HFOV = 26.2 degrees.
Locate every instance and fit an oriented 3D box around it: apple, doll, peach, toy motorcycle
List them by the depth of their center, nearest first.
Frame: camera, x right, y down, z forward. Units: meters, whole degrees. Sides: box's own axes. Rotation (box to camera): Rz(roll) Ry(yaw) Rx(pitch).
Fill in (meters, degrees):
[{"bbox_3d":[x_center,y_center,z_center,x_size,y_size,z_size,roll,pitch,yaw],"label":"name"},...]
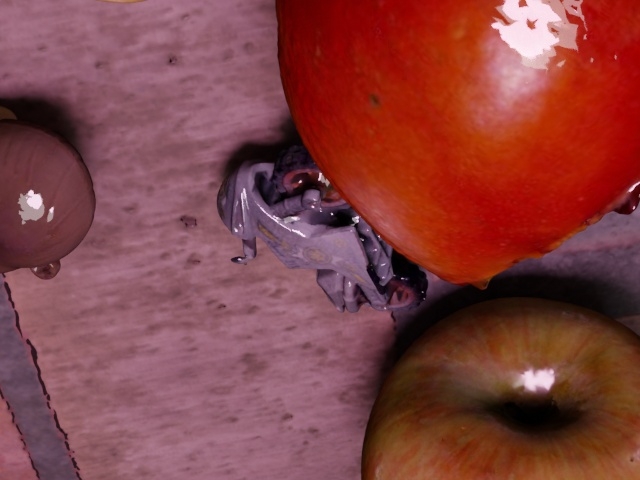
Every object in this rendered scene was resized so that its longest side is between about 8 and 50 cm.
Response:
[{"bbox_3d":[0.111,-0.125,0.826,0.281,0.281,0.338,-6,127,-4],"label":"peach"},{"bbox_3d":[-0.223,-0.057,0.939,0.145,0.096,0.188,9,122,16],"label":"doll"},{"bbox_3d":[0.000,0.000,1.022,0.122,0.080,0.215,0,149,23],"label":"toy motorcycle"},{"bbox_3d":[0.162,0.183,1.094,0.264,0.264,0.264,-4,130,-5],"label":"apple"}]

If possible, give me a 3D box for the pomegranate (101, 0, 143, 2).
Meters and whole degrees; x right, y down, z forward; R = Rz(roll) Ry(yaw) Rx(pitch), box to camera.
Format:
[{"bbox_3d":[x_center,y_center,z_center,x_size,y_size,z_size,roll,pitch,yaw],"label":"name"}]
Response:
[{"bbox_3d":[-0.101,-0.224,0.766,0.196,0.196,0.196,-4,130,-5],"label":"pomegranate"}]
